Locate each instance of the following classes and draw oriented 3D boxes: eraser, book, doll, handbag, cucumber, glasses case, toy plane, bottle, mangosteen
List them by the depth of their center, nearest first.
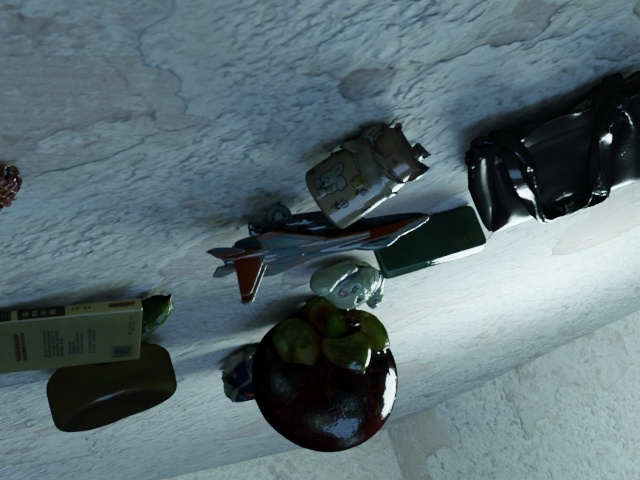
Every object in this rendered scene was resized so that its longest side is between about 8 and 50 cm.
[{"bbox_3d":[0.063,-0.092,1.338,0.152,0.099,0.099,-33,159,16],"label":"bottle"},{"bbox_3d":[0.350,-0.125,1.504,0.285,0.114,0.257,-20,156,7],"label":"handbag"},{"bbox_3d":[-0.003,-0.007,1.508,0.326,0.104,0.223,-20,164,-8],"label":"toy plane"},{"bbox_3d":[-0.392,0.148,1.601,0.230,0.026,0.161,-5,147,-16],"label":"book"},{"bbox_3d":[-0.312,0.145,1.711,0.227,0.069,0.069,-33,158,33],"label":"cucumber"},{"bbox_3d":[0.182,0.002,1.758,0.184,0.078,0.039,-16,160,-8],"label":"glasses case"},{"bbox_3d":[0.055,0.078,1.878,0.103,0.071,0.214,-46,146,14],"label":"doll"},{"bbox_3d":[0.019,0.262,2.034,0.300,0.300,0.300,-17,163,-5],"label":"mangosteen"},{"bbox_3d":[-0.054,0.280,2.331,0.332,0.102,0.155,-4,159,-36],"label":"eraser"}]

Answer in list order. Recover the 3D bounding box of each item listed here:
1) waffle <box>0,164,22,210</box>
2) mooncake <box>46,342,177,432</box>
[{"bbox_3d":[-0.357,-0.055,1.110,0.075,0.029,0.083,-10,158,-34],"label":"waffle"},{"bbox_3d":[-0.389,0.261,1.900,0.234,0.117,0.235,-17,160,-6],"label":"mooncake"}]
